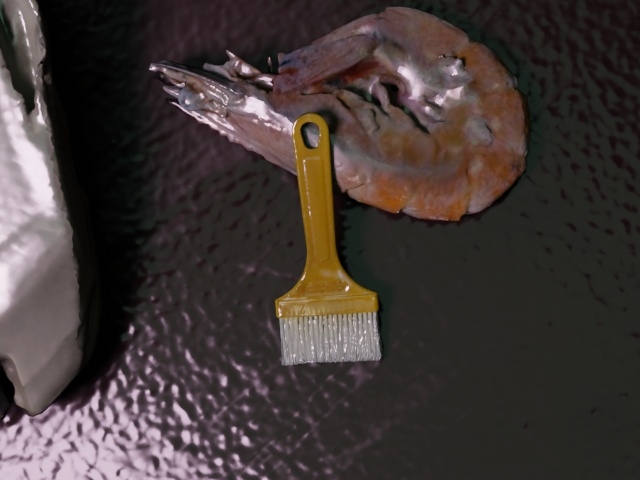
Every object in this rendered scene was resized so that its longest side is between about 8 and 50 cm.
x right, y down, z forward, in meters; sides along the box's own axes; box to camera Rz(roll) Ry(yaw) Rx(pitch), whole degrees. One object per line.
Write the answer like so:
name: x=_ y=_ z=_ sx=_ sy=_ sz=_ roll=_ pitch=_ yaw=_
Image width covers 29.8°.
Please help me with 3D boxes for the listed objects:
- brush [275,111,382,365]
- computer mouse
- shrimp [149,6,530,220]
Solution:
brush: x=0.000 y=0.000 z=0.951 sx=0.083 sy=0.011 sz=0.205 roll=-4 pitch=103 yaw=7
computer mouse: x=-0.304 y=-0.062 z=0.967 sx=0.228 sy=0.145 sz=0.429 roll=-12 pitch=95 yaw=-2
shrimp: x=0.019 y=-0.120 z=0.973 sx=0.316 sy=0.062 sz=0.164 roll=17 pitch=82 yaw=4
